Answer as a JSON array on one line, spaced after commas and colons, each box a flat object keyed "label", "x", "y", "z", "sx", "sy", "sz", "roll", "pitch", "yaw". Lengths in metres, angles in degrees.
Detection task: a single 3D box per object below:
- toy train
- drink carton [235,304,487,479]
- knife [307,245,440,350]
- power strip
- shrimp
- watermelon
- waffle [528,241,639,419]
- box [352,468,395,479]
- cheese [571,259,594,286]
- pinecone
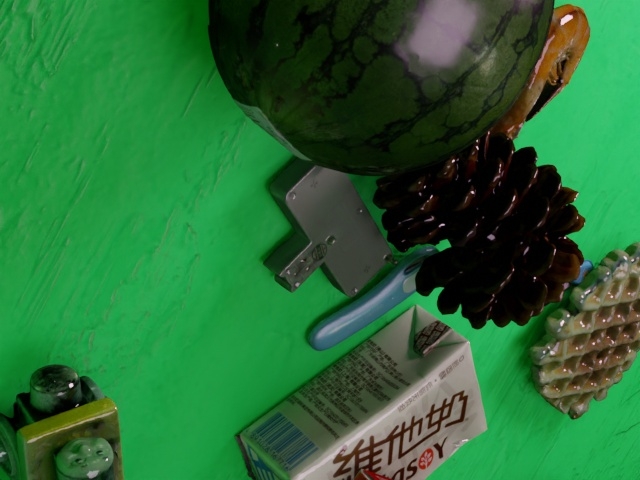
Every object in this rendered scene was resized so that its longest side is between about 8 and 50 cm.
[{"label": "toy train", "x": -0.266, "y": 0.321, "z": 1.334, "sx": 0.150, "sy": 0.237, "sz": 0.368, "roll": -18, "pitch": 125, "yaw": -29}, {"label": "drink carton", "x": 0.066, "y": 0.267, "z": 1.655, "sx": 0.325, "sy": 0.132, "sz": 0.194, "roll": -35, "pitch": 134, "yaw": -20}, {"label": "knife", "x": 0.073, "y": 0.077, "z": 1.616, "sx": 0.222, "sy": 0.031, "sz": 0.064, "roll": -34, "pitch": 136, "yaw": -15}, {"label": "power strip", "x": 0.000, "y": 0.000, "z": 1.486, "sx": 0.145, "sy": 0.061, "sz": 0.215, "roll": -45, "pitch": 134, "yaw": -11}, {"label": "shrimp", "x": 0.276, "y": -0.202, "z": 1.591, "sx": 0.248, "sy": 0.068, "sz": 0.150, "roll": -54, "pitch": 145, "yaw": 12}, {"label": "watermelon", "x": 0.066, "y": -0.243, "z": 1.202, "sx": 0.363, "sy": 0.363, "sz": 0.363, "roll": -20, "pitch": 127, "yaw": -30}, {"label": "waffle", "x": 0.456, "y": 0.149, "z": 1.950, "sx": 0.292, "sy": 0.056, "sz": 0.309, "roll": -47, "pitch": 140, "yaw": -7}, {"label": "box", "x": 0.087, "y": 0.384, "z": 1.615, "sx": 0.123, "sy": 0.050, "sz": 0.229, "roll": -54, "pitch": 142, "yaw": 2}, {"label": "cheese", "x": 0.391, "y": 0.053, "z": 1.874, "sx": 0.111, "sy": 0.017, "sz": 0.047, "roll": -4, "pitch": 115, "yaw": -38}, {"label": "pinecone", "x": 0.186, "y": -0.030, "z": 1.501, "sx": 0.292, "sy": 0.246, "sz": 0.246, "roll": 39, "pitch": 88, "yaw": -27}]
